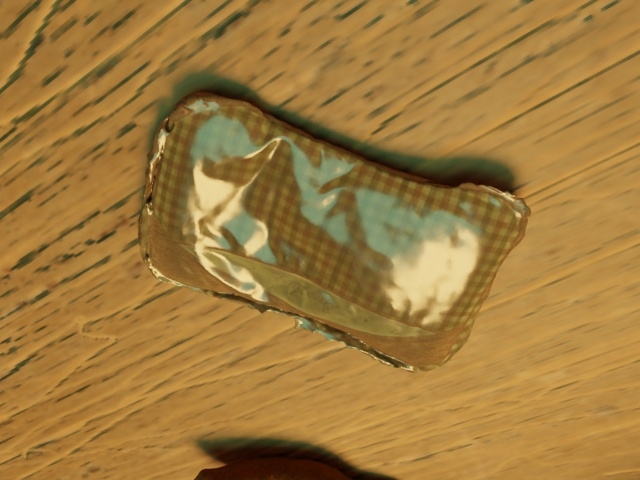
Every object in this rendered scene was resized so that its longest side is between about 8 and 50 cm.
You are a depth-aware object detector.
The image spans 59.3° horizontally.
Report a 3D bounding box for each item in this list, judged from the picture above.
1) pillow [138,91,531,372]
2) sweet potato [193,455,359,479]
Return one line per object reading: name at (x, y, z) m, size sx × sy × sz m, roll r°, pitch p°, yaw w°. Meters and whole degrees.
pillow at (-0.001, 0.002, 0.326) m, size 0.211 × 0.034 × 0.135 m, roll 18°, pitch 123°, yaw -1°
sweet potato at (-0.003, 0.199, 0.435) m, size 0.195 × 0.056 × 0.056 m, roll 9°, pitch 121°, yaw -4°
